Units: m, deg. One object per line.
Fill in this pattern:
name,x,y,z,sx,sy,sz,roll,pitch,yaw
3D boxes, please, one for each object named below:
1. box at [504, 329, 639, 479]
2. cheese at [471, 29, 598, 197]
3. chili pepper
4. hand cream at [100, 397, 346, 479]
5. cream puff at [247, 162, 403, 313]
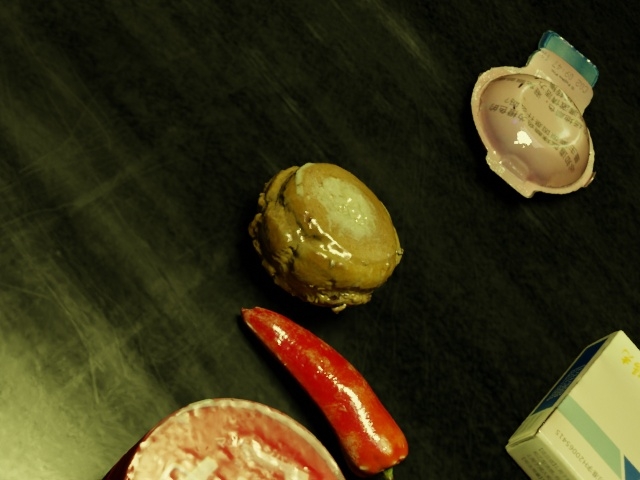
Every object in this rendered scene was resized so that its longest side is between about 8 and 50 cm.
box,0.381,0.289,1.476,0.343,0.065,0.200,49,52,1
cheese,0.276,-0.160,1.648,0.189,0.074,0.286,38,49,-9
chili pepper,0.020,0.163,1.334,0.272,0.063,0.071,52,39,6
hand cream,-0.093,0.262,1.157,0.230,0.149,0.230,12,61,-23
cream puff,0.000,0.000,1.371,0.150,0.115,0.165,2,55,-38
